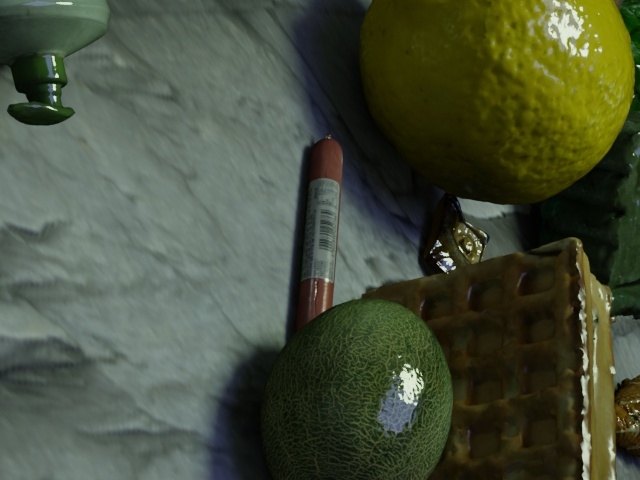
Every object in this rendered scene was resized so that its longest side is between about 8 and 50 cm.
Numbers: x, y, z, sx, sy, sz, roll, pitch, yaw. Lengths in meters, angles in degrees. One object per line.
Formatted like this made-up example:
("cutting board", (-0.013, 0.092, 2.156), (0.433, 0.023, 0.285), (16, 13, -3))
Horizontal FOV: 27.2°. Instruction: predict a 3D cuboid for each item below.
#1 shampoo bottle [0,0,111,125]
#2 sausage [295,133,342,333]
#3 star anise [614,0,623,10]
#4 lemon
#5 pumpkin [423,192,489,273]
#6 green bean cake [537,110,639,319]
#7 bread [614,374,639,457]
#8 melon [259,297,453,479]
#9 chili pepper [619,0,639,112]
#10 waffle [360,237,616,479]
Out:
("shampoo bottle", (-0.188, -0.183, 0.801), (0.118, 0.087, 0.234), (-4, 79, -60))
("sausage", (0.000, 0.000, 1.094), (0.029, 0.029, 0.223), (43, 41, -43))
("star anise", (0.253, -0.239, 1.557), (0.349, 0.109, 0.292), (19, 98, -37))
("lemon", (0.170, -0.159, 1.246), (0.310, 0.253, 0.254), (41, 42, -46))
("pumpkin", (0.131, 0.009, 1.321), (0.073, 0.035, 0.101), (46, 41, -21))
("green bean cake", (0.368, -0.028, 1.571), (0.241, 0.132, 0.255), (-4, 102, -50))
("bread", (0.427, 0.221, 1.684), (0.233, 0.076, 0.105), (15, 64, -59))
("melon", (0.026, 0.125, 0.964), (0.139, 0.139, 0.192), (55, 37, -30))
("chili pepper", (0.428, -0.235, 1.822), (0.213, 0.167, 0.385), (33, 37, 15))
("waffle", (0.124, 0.162, 1.038), (0.091, 0.212, 0.308), (48, 37, -41))
